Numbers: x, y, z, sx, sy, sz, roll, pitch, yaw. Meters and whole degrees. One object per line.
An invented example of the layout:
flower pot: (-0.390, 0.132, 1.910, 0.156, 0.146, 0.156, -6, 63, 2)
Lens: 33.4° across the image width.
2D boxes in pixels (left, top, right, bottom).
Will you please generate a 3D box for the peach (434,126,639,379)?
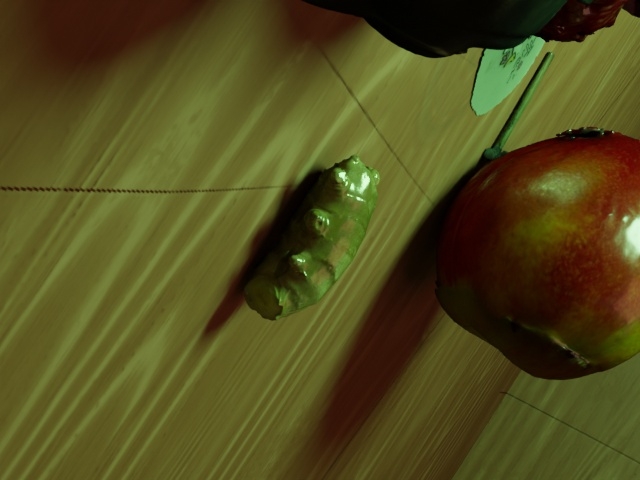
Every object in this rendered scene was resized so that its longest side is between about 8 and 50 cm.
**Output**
peach: (0.347, 0.011, 1.527, 0.370, 0.370, 0.370, -47, 157, -27)

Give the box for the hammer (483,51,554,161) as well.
hammer: (0.296, -0.194, 1.567, 0.182, 0.017, 0.062, -60, 160, 5)

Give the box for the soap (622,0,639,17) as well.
soap: (0.465, -0.456, 1.469, 0.250, 0.099, 0.162, -58, 153, -1)

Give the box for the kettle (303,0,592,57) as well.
kettle: (0.076, -0.276, 0.657, 0.320, 0.228, 0.324, 4, 114, -29)

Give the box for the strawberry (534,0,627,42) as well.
strawberry: (0.182, -0.310, 0.882, 0.274, 0.220, 0.274, -173, -90, -74)

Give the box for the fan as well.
fan: (0.243, -0.281, 1.321, 0.233, 0.012, 0.414, -58, 161, 0)

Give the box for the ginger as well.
ginger: (0.006, -0.010, 1.074, 0.205, 0.081, 0.115, -56, -167, -28)
